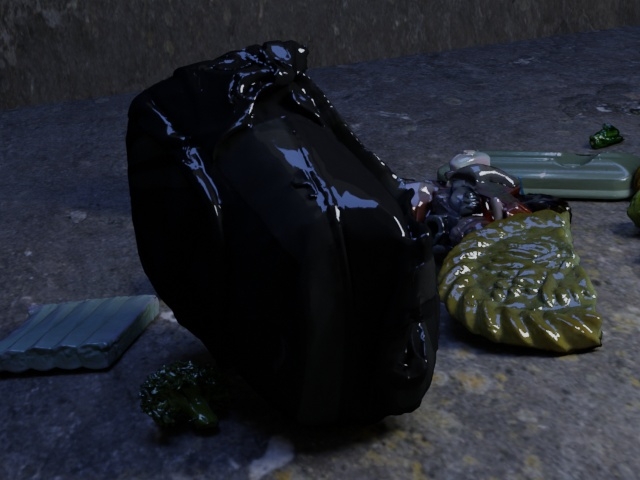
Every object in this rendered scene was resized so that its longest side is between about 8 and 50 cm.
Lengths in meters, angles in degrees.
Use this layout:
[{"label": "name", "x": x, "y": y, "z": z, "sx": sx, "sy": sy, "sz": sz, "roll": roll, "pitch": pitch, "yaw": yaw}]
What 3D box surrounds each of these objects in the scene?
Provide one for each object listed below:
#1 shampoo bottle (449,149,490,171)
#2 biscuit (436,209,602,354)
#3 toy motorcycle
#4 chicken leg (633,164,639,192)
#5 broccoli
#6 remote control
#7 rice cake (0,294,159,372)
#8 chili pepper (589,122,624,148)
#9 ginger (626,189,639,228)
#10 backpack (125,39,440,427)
[{"label": "shampoo bottle", "x": 0.240, "y": -0.097, "z": 2.005, "sx": 0.072, "sy": 0.099, "sz": 0.043, "roll": -15, "pitch": 18, "yaw": -25}, {"label": "biscuit", "x": 0.230, "y": 0.046, "z": 1.501, "sx": 0.187, "sy": 0.036, "sz": 0.274, "roll": -9, "pitch": 33, "yaw": 2}, {"label": "toy motorcycle", "x": 0.139, "y": -0.033, "z": 1.735, "sx": 0.400, "sy": 0.134, "sz": 0.207, "roll": 10, "pitch": 24, "yaw": 13}, {"label": "chicken leg", "x": 0.573, "y": -0.097, "z": 1.944, "sx": 0.178, "sy": 0.070, "sz": 0.093, "roll": -8, "pitch": 52, "yaw": -13}, {"label": "broccoli", "x": -0.139, "y": 0.168, "z": 1.323, "sx": 0.095, "sy": 0.097, "sz": 0.092, "roll": -32, "pitch": 65, "yaw": -10}, {"label": "remote control", "x": 0.363, "y": -0.113, "z": 2.075, "sx": 0.335, "sy": 0.066, "sz": 0.128, "roll": 3, "pitch": 17, "yaw": 29}, {"label": "rice cake", "x": -0.315, "y": 0.117, "z": 1.598, "sx": 0.189, "sy": 0.037, "sz": 0.198, "roll": -5, "pitch": 16, "yaw": 5}, {"label": "chili pepper", "x": 0.543, "y": -0.199, "z": 2.358, "sx": 0.055, "sy": 0.035, "sz": 0.118, "roll": 19, "pitch": 29, "yaw": 20}, {"label": "ginger", "x": 0.500, "y": -0.024, "z": 1.682, "sx": 0.137, "sy": 0.089, "sz": 0.290, "roll": -24, "pitch": 18, "yaw": 8}, {"label": "backpack", "x": -0.030, "y": 0.005, "z": 1.329, "sx": 0.254, "sy": 0.363, "sz": 0.446, "roll": -16, "pitch": 40, "yaw": -22}]
